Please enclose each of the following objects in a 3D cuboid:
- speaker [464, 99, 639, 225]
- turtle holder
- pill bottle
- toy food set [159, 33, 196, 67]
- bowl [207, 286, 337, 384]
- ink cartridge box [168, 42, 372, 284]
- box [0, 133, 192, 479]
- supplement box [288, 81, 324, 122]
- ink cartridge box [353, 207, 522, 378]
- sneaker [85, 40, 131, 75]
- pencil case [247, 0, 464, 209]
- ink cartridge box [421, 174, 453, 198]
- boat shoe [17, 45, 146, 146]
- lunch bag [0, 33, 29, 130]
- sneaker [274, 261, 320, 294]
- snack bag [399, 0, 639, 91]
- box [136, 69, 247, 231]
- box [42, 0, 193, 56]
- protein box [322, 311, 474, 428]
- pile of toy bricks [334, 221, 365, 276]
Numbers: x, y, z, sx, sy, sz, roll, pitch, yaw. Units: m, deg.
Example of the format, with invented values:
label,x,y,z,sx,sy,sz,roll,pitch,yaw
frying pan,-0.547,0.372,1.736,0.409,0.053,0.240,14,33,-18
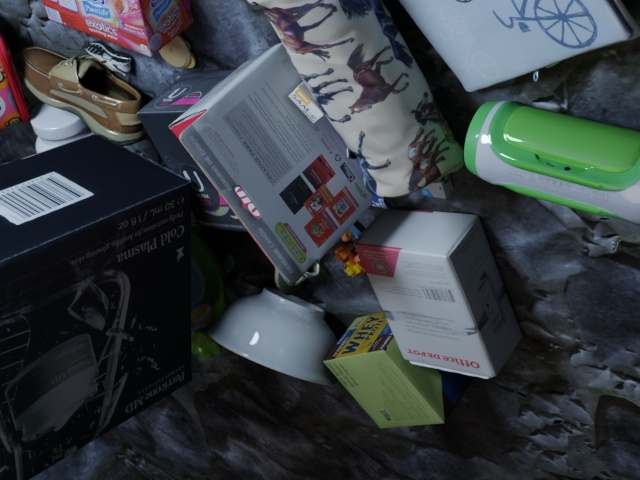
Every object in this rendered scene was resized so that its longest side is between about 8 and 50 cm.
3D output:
label,x,y,z,sx,sy,sz,roll,pitch,yaw
speaker,0.355,-0.109,1.403,0.297,0.131,0.131,19,141,31
turtle holder,-0.339,0.102,2.273,0.243,0.227,0.320,13,137,36
pill bottle,-0.530,-0.178,2.215,0.153,0.153,0.264,20,141,30
toy food set,-0.268,-0.354,1.861,0.083,0.020,0.082,18,140,33
bowl,-0.079,0.185,2.133,0.298,0.134,0.298,21,-178,-1
ink cartridge box,-0.087,-0.115,1.662,0.130,0.272,0.309,-14,116,53
box,-0.503,0.119,1.883,0.297,0.480,0.471,27,127,32
supplement box,0.003,-0.244,1.635,0.062,0.098,0.036,47,147,-7
ink cartridge box,0.210,0.092,1.794,0.207,0.117,0.283,7,133,42
sneaker,-0.419,-0.357,1.996,0.109,0.040,0.043,29,147,20
pencil case,0.049,-0.248,1.520,0.184,0.160,0.410,-14,121,36
ink cartridge box,0.184,-0.112,1.667,0.048,0.028,0.083,11,136,38
boat shoe,-0.469,-0.316,2.040,0.324,0.122,0.119,32,132,17
lunch bag,-0.716,-0.388,2.110,0.293,0.120,0.258,50,158,42
sneaker,-0.042,0.058,2.062,0.086,0.064,0.192,31,143,25
snack bag,0.212,-0.348,1.336,0.323,0.037,0.342,49,155,-15
box,-0.188,-0.165,1.885,0.165,0.143,0.270,4,132,44
box,-0.363,-0.435,1.771,0.257,0.122,0.128,23,143,26
protein box,0.156,0.254,2.021,0.200,0.136,0.201,50,146,-14
pile of toy bricks,0.000,0.000,1.916,0.212,0.105,0.118,44,147,-3
